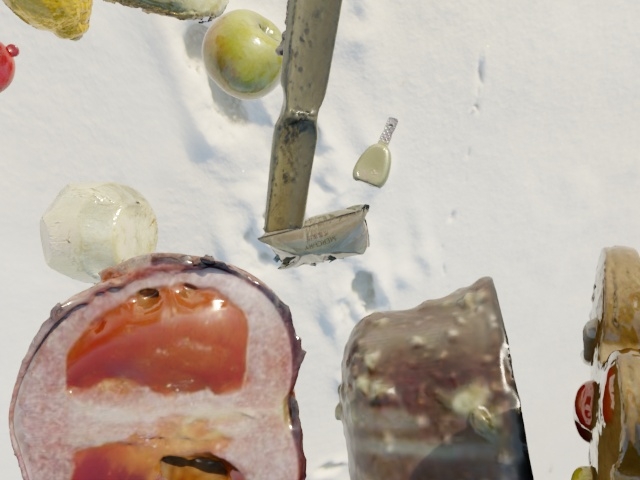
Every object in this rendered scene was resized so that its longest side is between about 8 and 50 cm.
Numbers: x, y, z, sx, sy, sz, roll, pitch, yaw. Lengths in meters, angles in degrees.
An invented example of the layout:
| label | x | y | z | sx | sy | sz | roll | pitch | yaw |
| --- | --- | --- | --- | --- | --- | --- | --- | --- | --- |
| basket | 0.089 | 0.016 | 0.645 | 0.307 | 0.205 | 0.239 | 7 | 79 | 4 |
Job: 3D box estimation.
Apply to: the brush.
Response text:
| label | x | y | z | sx | sy | sz | roll | pitch | yaw |
| --- | --- | --- | --- | --- | --- | --- | --- | --- | --- |
| brush | -0.015 | -0.118 | 0.371 | 0.043 | 0.036 | 0.247 | -2 | 122 | -20 |

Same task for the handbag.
| label | x | y | z | sx | sy | sz | roll | pitch | yaw |
| --- | --- | --- | --- | --- | --- | --- | --- | --- | --- |
| handbag | 0.000 | 0.000 | 1.177 | 0.271 | 0.117 | 0.182 | -17 | 144 | 4 |

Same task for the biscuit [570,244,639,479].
| label | x | y | z | sx | sy | sz | roll | pitch | yaw |
| --- | --- | --- | --- | --- | --- | --- | --- | --- | --- |
| biscuit | 0.253 | 0.197 | 0.422 | 0.064 | 0.431 | 0.283 | -1 | 148 | 25 |

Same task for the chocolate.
| label | x | y | z | sx | sy | sz | roll | pitch | yaw |
| --- | --- | --- | --- | --- | --- | --- | --- | --- | --- |
| chocolate | 0.126 | 0.224 | 0.577 | 0.210 | 0.340 | 0.225 | -8 | 160 | 13 |

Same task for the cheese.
| label | x | y | z | sx | sy | sz | roll | pitch | yaw |
| --- | --- | --- | --- | --- | --- | --- | --- | --- | --- |
| cheese | 0.157 | -0.235 | 1.278 | 0.192 | 0.097 | 0.037 | -67 | 162 | 1 |

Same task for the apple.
| label | x | y | z | sx | sy | sz | roll | pitch | yaw |
| --- | --- | --- | --- | --- | --- | --- | --- | --- | --- |
| apple | -0.207 | -0.522 | 1.363 | 0.261 | 0.260 | 0.194 | 17 | 136 | -41 |

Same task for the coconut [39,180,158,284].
| label | x | y | z | sx | sy | sz | roll | pitch | yaw |
| --- | --- | --- | --- | --- | --- | --- | --- | --- | --- |
| coconut | -0.348 | -0.015 | 0.757 | 0.162 | 0.161 | 0.161 | 4 | 137 | 19 |

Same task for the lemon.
| label | x | y | z | sx | sy | sz | roll | pitch | yaw |
| --- | --- | --- | --- | --- | --- | --- | --- | --- | --- |
| lemon | -0.435 | -0.408 | 0.763 | 0.142 | 0.142 | 0.187 | -26 | 122 | -13 |

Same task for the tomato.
| label | x | y | z | sx | sy | sz | roll | pitch | yaw |
| --- | --- | --- | --- | --- | --- | --- | --- | --- | --- |
| tomato | -0.115 | 0.122 | 0.379 | 0.199 | 0.112 | 0.227 | 2 | 90 | -12 |

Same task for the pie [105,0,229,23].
| label | x | y | z | sx | sy | sz | roll | pitch | yaw |
| --- | --- | --- | --- | --- | --- | --- | --- | --- | --- |
| pie | -0.331 | -0.525 | 0.964 | 0.315 | 0.315 | 0.092 | -6 | 129 | -30 |

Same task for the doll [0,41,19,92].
| label | x | y | z | sx | sy | sz | roll | pitch | yaw |
| --- | --- | --- | --- | --- | --- | --- | --- | --- | --- |
| doll | -0.741 | -0.359 | 1.009 | 0.217 | 0.085 | 0.183 | -45 | 107 | -22 |
